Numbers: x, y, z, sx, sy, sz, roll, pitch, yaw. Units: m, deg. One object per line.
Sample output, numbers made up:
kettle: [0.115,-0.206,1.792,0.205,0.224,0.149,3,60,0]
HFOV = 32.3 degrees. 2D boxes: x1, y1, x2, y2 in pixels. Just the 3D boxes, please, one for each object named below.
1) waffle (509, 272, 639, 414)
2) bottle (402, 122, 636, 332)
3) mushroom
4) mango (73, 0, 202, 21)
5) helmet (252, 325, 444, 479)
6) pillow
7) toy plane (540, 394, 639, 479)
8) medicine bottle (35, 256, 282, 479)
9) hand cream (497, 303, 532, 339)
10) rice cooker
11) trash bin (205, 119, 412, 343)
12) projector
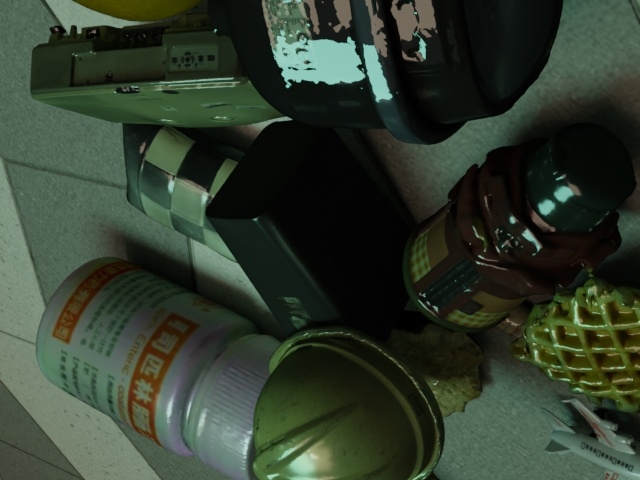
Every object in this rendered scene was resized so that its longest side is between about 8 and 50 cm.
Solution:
waffle: [0.308,0.108,1.097,0.214,0.054,0.208,22,145,-4]
bottle: [0.193,-0.009,1.041,0.156,0.143,0.271,13,151,-19]
mushroom: [0.084,0.196,1.265,0.233,0.301,0.208,-13,111,5]
mango: [-0.180,-0.354,0.953,0.300,0.232,0.445,39,153,1]
helmet: [-0.006,0.207,1.156,0.257,0.137,0.204,-24,98,53]
pillow: [-0.134,-0.058,1.348,0.250,0.106,0.186,28,145,12]
toy plane: [0.329,0.237,1.248,0.171,0.065,0.162,6,132,39]
medicine bottle: [-0.201,0.187,1.591,0.388,0.219,0.219,24,143,25]
hand cream: [0.235,0.103,1.222,0.143,0.039,0.061,35,144,2]
rice cooker: [0.051,-0.210,0.854,0.224,0.267,0.267,8,135,29]
trash bin: [0.000,0.000,1.192,0.115,0.165,0.225,3,139,42]
projector: [-0.147,-0.175,1.169,0.270,0.088,0.193,0,175,26]
